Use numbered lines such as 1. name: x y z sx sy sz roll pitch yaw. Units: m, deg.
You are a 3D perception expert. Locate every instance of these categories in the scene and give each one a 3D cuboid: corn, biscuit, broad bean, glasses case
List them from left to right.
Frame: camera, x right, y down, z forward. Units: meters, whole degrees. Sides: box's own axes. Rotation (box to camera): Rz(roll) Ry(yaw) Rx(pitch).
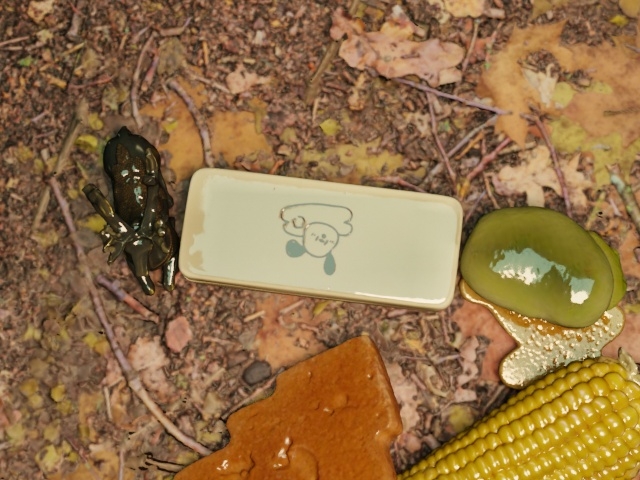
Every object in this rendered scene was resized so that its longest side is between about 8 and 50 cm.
1. biscuit: -0.013 0.240 1.050 0.284 0.043 0.306 18 70 39
2. glasses case: 0.000 0.000 1.124 0.313 0.070 0.131 7 81 4
3. corn: 0.184 0.257 1.025 0.387 0.144 0.144 -37 81 7
4. broad bean: 0.244 0.028 1.071 0.174 0.082 0.124 29 79 7
5. biscuit: 0.264 0.105 1.115 0.158 0.035 0.240 -28 80 0

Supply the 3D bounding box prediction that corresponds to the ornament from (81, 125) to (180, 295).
1. ornament: -0.202 -0.054 1.057 0.080 0.236 0.202 -13 80 -3
